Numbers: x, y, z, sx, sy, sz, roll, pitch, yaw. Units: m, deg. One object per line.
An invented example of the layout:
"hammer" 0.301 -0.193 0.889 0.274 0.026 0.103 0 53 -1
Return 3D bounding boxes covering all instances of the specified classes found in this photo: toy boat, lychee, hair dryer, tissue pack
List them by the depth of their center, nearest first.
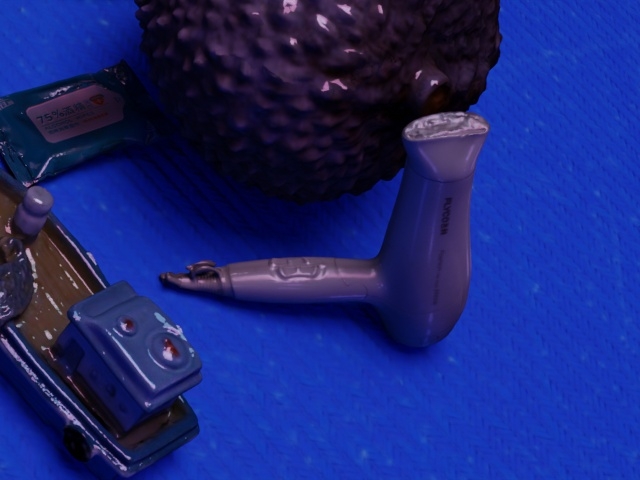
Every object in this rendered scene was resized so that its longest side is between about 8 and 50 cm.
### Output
"toy boat" -0.169 0.042 1.004 0.238 0.098 0.109 49 41 12
"hair dryer" 0.000 0.000 1.116 0.237 0.206 0.075 -7 47 -8
"tissue pack" -0.185 -0.088 1.153 0.138 0.028 0.085 -20 64 -37
"lychee" -0.005 -0.175 1.156 0.300 0.300 0.300 18 47 -20
